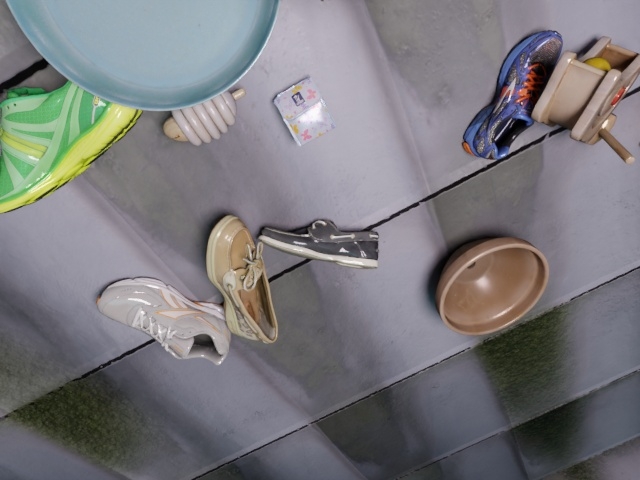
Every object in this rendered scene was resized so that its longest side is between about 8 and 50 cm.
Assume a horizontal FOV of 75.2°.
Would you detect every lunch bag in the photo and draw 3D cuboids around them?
[{"bbox_3d":[-0.025,-0.199,0.644,0.071,0.053,0.083,-27,116,4],"label":"lunch bag"}]

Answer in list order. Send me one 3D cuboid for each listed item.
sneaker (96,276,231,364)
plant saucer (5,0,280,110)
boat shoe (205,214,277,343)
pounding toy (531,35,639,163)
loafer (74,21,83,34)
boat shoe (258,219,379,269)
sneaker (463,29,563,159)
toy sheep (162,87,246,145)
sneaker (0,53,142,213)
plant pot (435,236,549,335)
[{"bbox_3d":[-0.281,0.157,0.775,0.262,0.121,0.099,21,115,-25],"label":"sneaker"},{"bbox_3d":[-0.202,-0.318,0.485,0.317,0.044,0.318,-2,108,-6],"label":"plant saucer"},{"bbox_3d":[-0.130,0.078,0.757,0.089,0.105,0.285,18,137,23],"label":"boat shoe"},{"bbox_3d":[0.460,-0.223,0.650,0.269,0.154,0.154,-14,136,-51],"label":"pounding toy"},{"bbox_3d":[-0.255,-0.286,0.536,0.125,0.039,0.045,-20,125,0],"label":"loafer"},{"bbox_3d":[0.000,0.000,0.781,0.232,0.084,0.079,10,82,-12],"label":"boat shoe"},{"bbox_3d":[0.330,-0.229,0.688,0.083,0.087,0.221,10,120,-21],"label":"sneaker"},{"bbox_3d":[-0.168,-0.186,0.599,0.132,0.091,0.091,-31,125,1],"label":"toy sheep"},{"bbox_3d":[-0.384,-0.142,0.576,0.295,0.109,0.124,-35,110,7],"label":"sneaker"},{"bbox_3d":[0.342,0.079,0.882,0.237,0.110,0.238,-7,124,-10],"label":"plant pot"}]
